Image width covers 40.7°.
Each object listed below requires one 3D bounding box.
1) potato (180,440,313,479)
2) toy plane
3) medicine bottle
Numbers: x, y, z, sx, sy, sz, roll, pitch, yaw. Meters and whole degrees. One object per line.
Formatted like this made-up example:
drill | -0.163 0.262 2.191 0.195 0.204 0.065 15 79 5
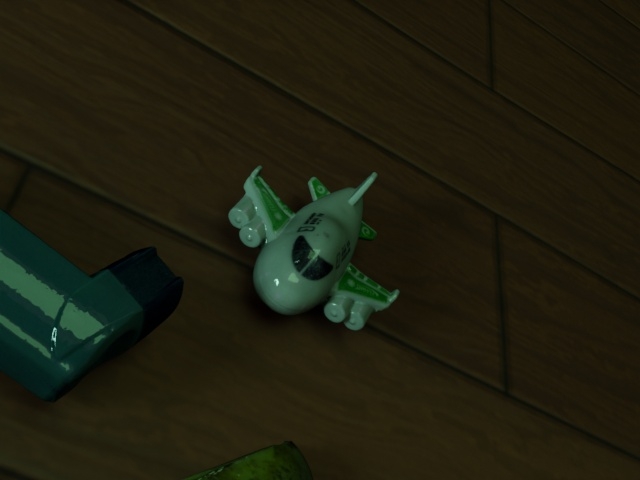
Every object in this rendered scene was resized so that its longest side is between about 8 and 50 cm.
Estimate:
potato | -0.058 0.205 0.590 0.119 0.054 0.198 51 41 10
toy plane | -0.002 0.002 0.777 0.174 0.080 0.174 20 50 -25
medicine bottle | -0.227 0.007 0.587 0.258 0.079 0.124 37 46 -10
